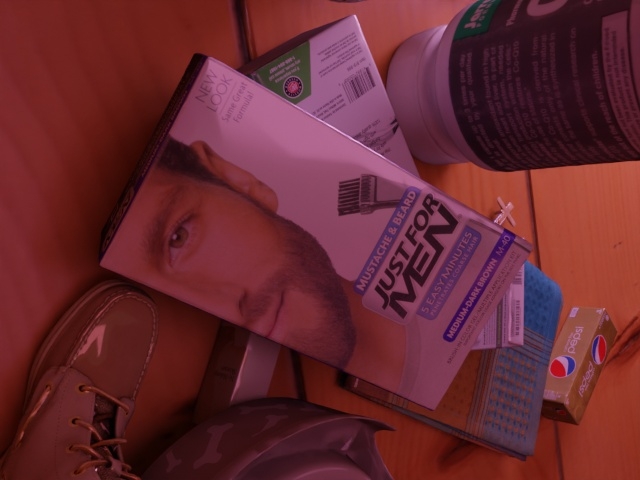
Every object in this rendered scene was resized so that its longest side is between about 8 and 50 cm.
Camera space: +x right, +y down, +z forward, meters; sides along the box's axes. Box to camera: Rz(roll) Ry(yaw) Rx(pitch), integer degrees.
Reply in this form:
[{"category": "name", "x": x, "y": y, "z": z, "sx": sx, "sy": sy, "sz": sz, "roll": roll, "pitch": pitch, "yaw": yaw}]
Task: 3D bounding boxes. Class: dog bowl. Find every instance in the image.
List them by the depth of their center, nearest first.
[{"category": "dog bowl", "x": -0.051, "y": 0.303, "z": 0.626, "sx": 0.348, "sy": 0.102, "sz": 0.349, "roll": -16, "pitch": 114, "yaw": -39}]

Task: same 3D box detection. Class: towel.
[{"category": "towel", "x": 0.193, "y": 0.119, "z": 0.920, "sx": 0.370, "sy": 0.040, "sz": 0.271, "roll": 28, "pitch": 71, "yaw": -35}]

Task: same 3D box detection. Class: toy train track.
[{"category": "toy train track", "x": 0.252, "y": -0.030, "z": 0.978, "sx": 0.048, "sy": 0.014, "sz": 0.083, "roll": 57, "pitch": 43, "yaw": -9}]

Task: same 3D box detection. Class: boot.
[{"category": "boot", "x": -0.160, "y": 0.157, "z": 0.508, "sx": 0.095, "sy": 0.203, "sz": 0.262, "roll": 39, "pitch": 67, "yaw": -34}]

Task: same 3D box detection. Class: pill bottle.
[{"category": "pill bottle", "x": 0.258, "y": -0.181, "z": 0.761, "sx": 0.204, "sy": 0.361, "sz": 0.204, "roll": 0, "pitch": 90, "yaw": -41}]

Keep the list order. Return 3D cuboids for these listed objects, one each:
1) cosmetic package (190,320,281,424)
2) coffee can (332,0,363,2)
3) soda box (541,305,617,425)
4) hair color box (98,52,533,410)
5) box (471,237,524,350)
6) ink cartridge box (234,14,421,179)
[{"category": "cosmetic package", "x": -0.080, "y": 0.130, "z": 0.673, "sx": 0.041, "sy": 0.060, "sz": 0.115, "roll": 26, "pitch": 72, "yaw": -36}, {"category": "coffee can", "x": 0.073, "y": -0.405, "z": 0.709, "sx": 0.275, "sy": 0.201, "sz": 0.201, "roll": -51, "pitch": 120, "yaw": -28}, {"category": "soda box", "x": 0.396, "y": 0.191, "z": 1.076, "sx": 0.061, "sy": 0.058, "sz": 0.181, "roll": 50, "pitch": 61, "yaw": -29}, {"category": "hair color box", "x": 0.000, "y": 0.000, "z": 0.620, "sx": 0.338, "sy": 0.110, "sz": 0.185, "roll": 27, "pitch": 97, "yaw": -20}, {"category": "box", "x": 0.185, "y": 0.063, "z": 0.866, "sx": 0.186, "sy": 0.038, "sz": 0.145, "roll": 3, "pitch": 87, "yaw": -39}, {"category": "ink cartridge box", "x": 0.003, "y": -0.103, "z": 0.724, "sx": 0.153, "sy": 0.087, "sz": 0.208, "roll": -39, "pitch": 114, "yaw": -33}]
